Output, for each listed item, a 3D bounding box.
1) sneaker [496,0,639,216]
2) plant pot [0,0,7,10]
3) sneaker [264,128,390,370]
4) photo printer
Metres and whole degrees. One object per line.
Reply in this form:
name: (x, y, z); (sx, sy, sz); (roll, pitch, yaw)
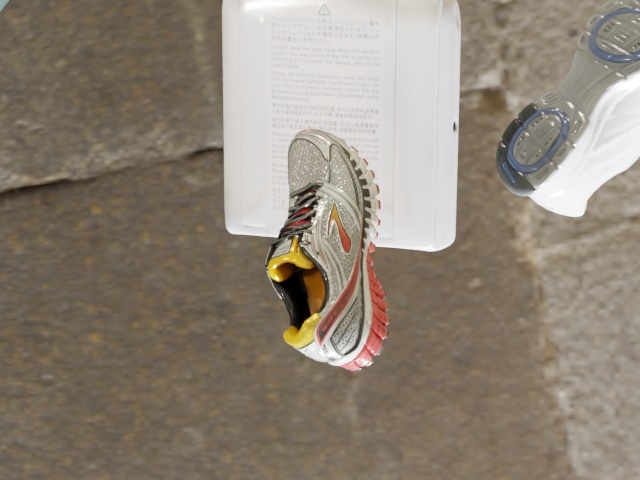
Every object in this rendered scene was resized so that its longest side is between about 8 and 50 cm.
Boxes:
sneaker: (0.315, -0.152, 1.687); (0.297, 0.111, 0.129); (-47, 137, 8)
plant pot: (-0.321, -0.139, 0.783); (0.341, 0.341, 0.334); (58, 35, -24)
sneaker: (0.000, 0.000, 1.402); (0.092, 0.088, 0.225); (13, 57, -38)
photo printer: (0.020, -0.152, 1.660); (0.107, 0.256, 0.307); (-41, 133, -67)
